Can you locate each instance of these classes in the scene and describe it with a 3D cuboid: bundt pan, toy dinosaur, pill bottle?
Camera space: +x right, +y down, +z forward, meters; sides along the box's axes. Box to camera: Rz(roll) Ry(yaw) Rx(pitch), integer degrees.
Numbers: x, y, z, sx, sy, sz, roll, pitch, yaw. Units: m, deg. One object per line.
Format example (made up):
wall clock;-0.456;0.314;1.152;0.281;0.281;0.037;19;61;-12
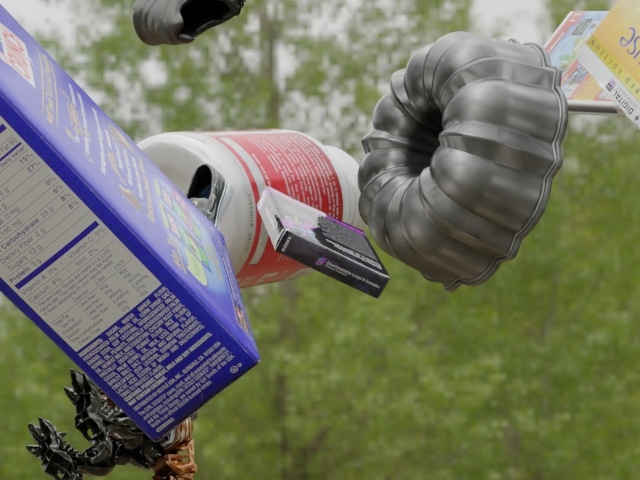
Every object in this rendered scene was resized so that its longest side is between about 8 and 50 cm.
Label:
bundt pan;0.155;-0.112;2.060;0.124;0.331;0.331;19;-19;-28
toy dinosaur;-0.235;0.237;2.145;0.218;0.164;0.322;3;29;-40
pill bottle;-0.103;-0.048;2.425;0.229;0.229;0.407;-8;0;33

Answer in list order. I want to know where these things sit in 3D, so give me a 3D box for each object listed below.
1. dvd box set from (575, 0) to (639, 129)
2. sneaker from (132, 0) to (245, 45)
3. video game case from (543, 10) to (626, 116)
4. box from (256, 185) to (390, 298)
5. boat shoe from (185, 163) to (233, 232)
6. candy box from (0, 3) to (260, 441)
dvd box set;0.486;-0.281;1.814;0.062;0.308;0.420;22;-65;-35
sneaker;-0.142;-0.382;2.475;0.130;0.286;0.109;24;-23;51
video game case;0.419;-0.255;2.380;0.285;0.204;0.025;9;-38;48
box;0.000;0.000;1.650;0.116;0.029;0.162;25;10;-14
boat shoe;-0.123;-0.025;1.666;0.049;0.142;0.040;-22;-61;23
candy box;-0.205;-0.027;1.364;0.122;0.317;0.268;-38;23;6
